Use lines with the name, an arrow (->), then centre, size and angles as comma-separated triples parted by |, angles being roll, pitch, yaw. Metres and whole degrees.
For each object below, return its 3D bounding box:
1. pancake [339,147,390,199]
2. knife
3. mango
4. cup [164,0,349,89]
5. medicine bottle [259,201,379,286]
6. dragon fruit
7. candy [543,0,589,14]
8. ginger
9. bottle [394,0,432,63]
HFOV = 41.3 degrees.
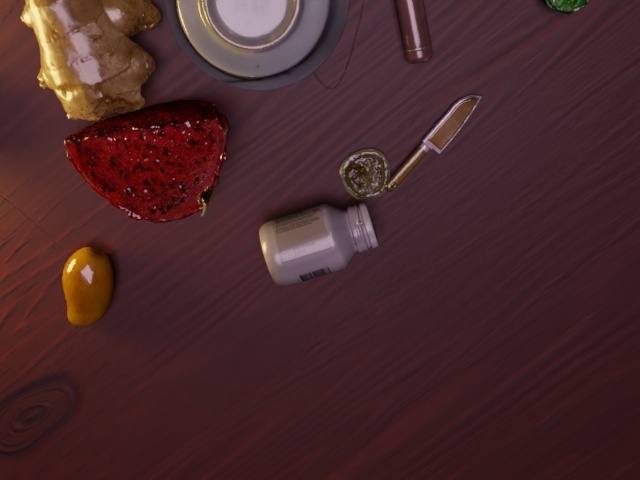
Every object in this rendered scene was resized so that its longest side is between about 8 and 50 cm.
pancake -> 0.091, -0.130, 1.681 | 0.108, 0.017, 0.108 | 1, 108, 3
knife -> 0.222, -0.191, 1.660 | 0.046, 0.022, 0.256 | 39, 100, -15
mango -> -0.471, 0.100, 1.716 | 0.102, 0.085, 0.184 | 12, 113, -4
cup -> -0.118, -0.429, 1.506 | 0.347, 0.163, 0.347 | 0, 109, 0
medicine bottle -> 0.000, 0.000, 1.660 | 0.215, 0.135, 0.135 | -17, 107, 5
dragon fruit -> -0.292, -0.152, 1.610 | 0.316, 0.152, 0.205 | -5, 118, 13
candy -> 0.390, -0.557, 1.522 | 0.097, 0.097, 0.323 | -31, 99, 9
ginger -> -0.420, -0.401, 1.507 | 0.236, 0.166, 0.376 | -10, 124, 8
bottle -> 0.172, -0.401, 1.574 | 0.053, 0.053, 0.140 | -13, 107, 3
